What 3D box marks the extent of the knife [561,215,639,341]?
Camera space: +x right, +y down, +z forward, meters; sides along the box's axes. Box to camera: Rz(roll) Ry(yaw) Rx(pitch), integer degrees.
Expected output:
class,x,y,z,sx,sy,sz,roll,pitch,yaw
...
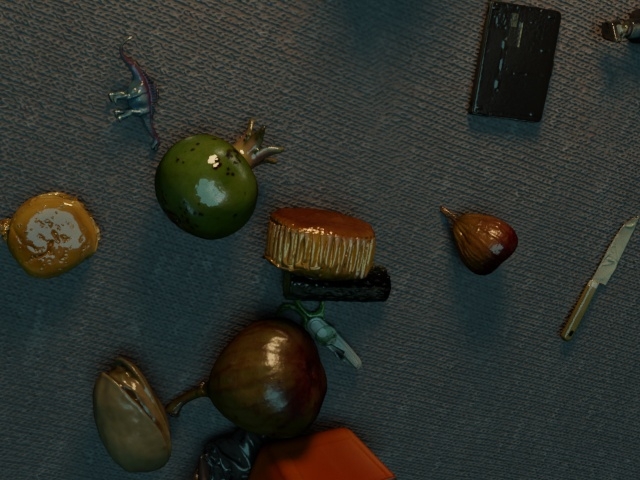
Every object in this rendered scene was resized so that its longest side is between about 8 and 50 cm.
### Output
class,x,y,z,sx,sy,sz,roll,pitch,yaw
knife,0.582,0.079,1.486,0.047,0.017,0.298,23,96,-18

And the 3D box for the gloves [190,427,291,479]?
class,x,y,z,sx,sy,sz,roll,pitch,yaw
gloves,-0.169,0.449,1.393,0.285,0.119,0.142,-42,102,-13

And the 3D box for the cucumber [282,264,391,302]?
class,x,y,z,sx,sy,sz,roll,pitch,yaw
cucumber,0.037,0.079,1.341,0.211,0.062,0.078,5,94,-19

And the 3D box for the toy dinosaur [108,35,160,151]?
class,x,y,z,sx,sy,sz,roll,pitch,yaw
toy dinosaur,-0.312,-0.241,1.207,0.080,0.045,0.198,-18,116,-19

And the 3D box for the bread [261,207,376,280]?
class,x,y,z,sx,sy,sz,roll,pitch,yaw
bread,0.000,0.000,1.262,0.199,0.199,0.104,7,103,-13

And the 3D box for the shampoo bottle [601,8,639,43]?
class,x,y,z,sx,sy,sz,roll,pitch,yaw
shampoo bottle,0.669,-0.403,1.325,0.309,0.098,0.071,-6,111,-9

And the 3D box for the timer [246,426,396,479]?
class,x,y,z,sx,sy,sz,roll,pitch,yaw
timer,-0.028,0.507,1.376,0.257,0.161,0.250,1,122,-42

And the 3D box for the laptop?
class,x,y,z,sx,sy,sz,roll,pitch,yaw
laptop,0.362,-0.327,1.324,0.153,0.026,0.207,6,104,-12

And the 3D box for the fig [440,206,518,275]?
class,x,y,z,sx,sy,sz,roll,pitch,yaw
fig,0.306,-0.006,1.378,0.119,0.153,0.119,-23,144,-18

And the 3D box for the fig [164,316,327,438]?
class,x,y,z,sx,sy,sz,roll,pitch,yaw
fig,-0.155,0.270,1.322,0.320,0.217,0.217,-15,109,16

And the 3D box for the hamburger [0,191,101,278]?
class,x,y,z,sx,sy,sz,roll,pitch,yaw
hamburger,-0.459,-0.011,1.223,0.147,0.083,0.138,-29,105,-5

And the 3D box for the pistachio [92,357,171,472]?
class,x,y,z,sx,sy,sz,roll,pitch,yaw
pistachio,-0.344,0.324,1.312,0.135,0.136,0.226,-18,108,-6

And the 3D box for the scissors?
class,x,y,z,sx,sy,sz,roll,pitch,yaw
scissors,0.009,0.180,1.395,0.101,0.027,0.204,-44,106,5

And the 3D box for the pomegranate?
class,x,y,z,sx,sy,sz,roll,pitch,yaw
pomegranate,-0.168,-0.109,1.216,0.224,0.181,0.182,-40,110,-22
